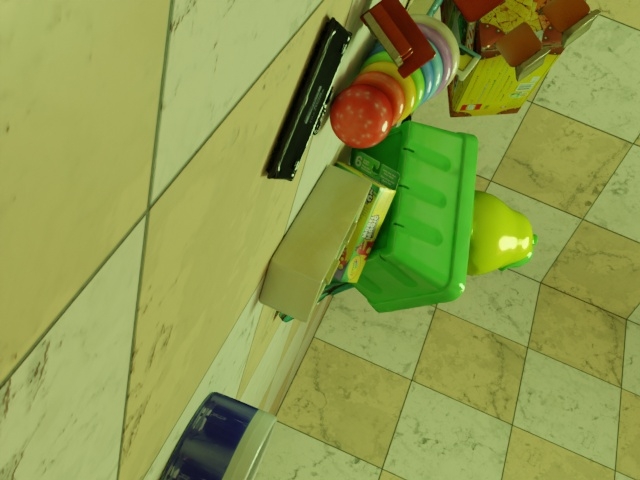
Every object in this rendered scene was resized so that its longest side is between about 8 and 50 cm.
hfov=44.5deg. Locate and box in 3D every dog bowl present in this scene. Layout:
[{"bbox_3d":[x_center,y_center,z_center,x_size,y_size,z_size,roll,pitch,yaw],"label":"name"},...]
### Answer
[{"bbox_3d":[-0.164,0.360,1.137,0.265,0.104,0.264,23,90,-85],"label":"dog bowl"}]

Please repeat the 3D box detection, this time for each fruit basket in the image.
[{"bbox_3d":[0.242,-0.030,1.601,0.283,0.392,0.392,-15,-141,47],"label":"fruit basket"}]

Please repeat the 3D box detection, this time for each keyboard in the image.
[{"bbox_3d":[-0.012,-0.151,0.862,0.180,0.023,0.108,-66,169,9],"label":"keyboard"}]

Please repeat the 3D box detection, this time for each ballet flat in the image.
[{"bbox_3d":[-0.001,0.087,1.633,0.247,0.087,0.083,-24,165,-28],"label":"ballet flat"}]

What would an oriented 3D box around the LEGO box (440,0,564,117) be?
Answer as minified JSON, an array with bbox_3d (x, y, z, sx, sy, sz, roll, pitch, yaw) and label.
[{"bbox_3d":[0.425,-0.552,1.903,0.500,0.193,0.372,79,7,-82],"label":"LEGO box"}]

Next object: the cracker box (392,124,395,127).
[{"bbox_3d":[0.158,-0.298,1.760,0.232,0.067,0.155,76,37,-81],"label":"cracker box"}]

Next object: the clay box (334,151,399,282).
[{"bbox_3d":[0.054,-0.048,1.456,0.053,0.127,0.222,6,111,-45],"label":"clay box"}]

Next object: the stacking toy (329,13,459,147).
[{"bbox_3d":[0.107,-0.237,1.187,0.330,0.141,0.141,-52,166,-53],"label":"stacking toy"}]

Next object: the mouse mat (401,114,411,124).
[{"bbox_3d":[0.178,-0.260,1.917,0.152,0.007,0.189,-60,-170,24],"label":"mouse mat"}]

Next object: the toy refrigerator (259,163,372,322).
[{"bbox_3d":[0.000,0.000,1.280,0.269,0.094,0.102,-61,173,-47],"label":"toy refrigerator"}]

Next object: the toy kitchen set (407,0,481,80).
[{"bbox_3d":[0.257,-0.419,1.585,0.122,0.166,0.207,-59,177,11],"label":"toy kitchen set"}]

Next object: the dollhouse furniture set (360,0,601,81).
[{"bbox_3d":[0.186,-0.319,0.994,0.259,0.262,0.135,-36,177,9],"label":"dollhouse furniture set"}]
